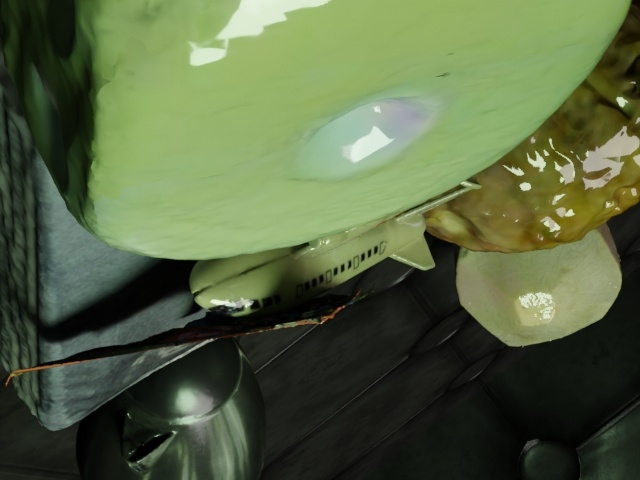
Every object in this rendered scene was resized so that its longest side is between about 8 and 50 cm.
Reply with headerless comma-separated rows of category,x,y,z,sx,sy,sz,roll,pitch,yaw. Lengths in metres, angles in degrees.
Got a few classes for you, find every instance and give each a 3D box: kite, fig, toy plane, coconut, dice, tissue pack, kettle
kite,-0.057,0.064,0.801,0.321,0.016,0.234,-13,-176,-30
fig,0.137,-0.162,0.880,0.286,0.286,0.368,-39,136,6
toy plane,0.000,0.000,0.800,0.244,0.092,0.229,-10,165,-42
coconut,0.290,0.030,1.492,0.237,0.237,0.197,-27,116,-25
dice,-0.022,-0.150,0.512,0.254,0.250,0.252,-13,160,-21
tissue pack,-0.115,-0.033,0.859,0.288,0.124,0.394,-25,156,-28
kettle,-0.132,0.162,1.132,0.250,0.207,0.271,-27,155,-24
